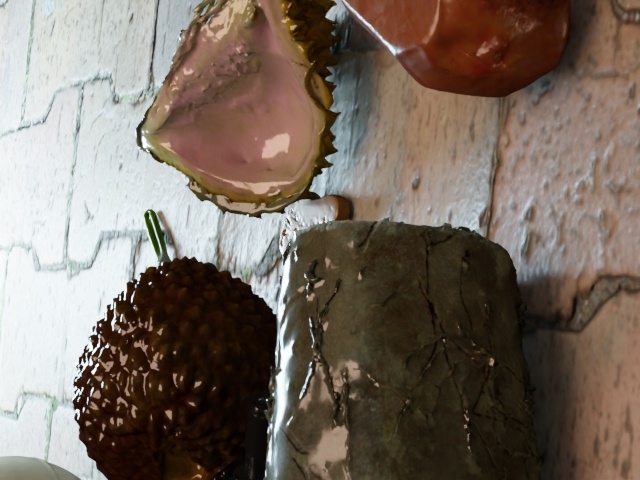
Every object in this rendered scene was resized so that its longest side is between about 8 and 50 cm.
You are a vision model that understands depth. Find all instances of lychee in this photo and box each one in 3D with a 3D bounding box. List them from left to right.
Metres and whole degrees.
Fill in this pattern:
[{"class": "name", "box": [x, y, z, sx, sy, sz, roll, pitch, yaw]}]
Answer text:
[{"class": "lychee", "box": [-0.138, 0.152, 1.573, 0.267, 0.267, 0.268, -18, 69, 58]}]

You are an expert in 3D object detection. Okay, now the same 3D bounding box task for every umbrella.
[{"class": "umbrella", "box": [-0.065, 0.286, 1.461, 0.118, 0.118, 0.340, -120, 29, -46]}]

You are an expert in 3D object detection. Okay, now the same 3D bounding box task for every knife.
[{"class": "knife", "box": [-0.210, 0.020, 1.937, 0.022, 0.026, 0.184, -30, 45, 7]}]

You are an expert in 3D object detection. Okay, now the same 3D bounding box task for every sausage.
[{"class": "sausage", "box": [0.112, -0.225, 1.294, 0.268, 0.141, 0.153, 49, 126, 49]}]

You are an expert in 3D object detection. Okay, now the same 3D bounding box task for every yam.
[{"class": "yam", "box": [0.064, 0.166, 1.225, 0.241, 0.241, 0.348, -27, 58, 56]}]

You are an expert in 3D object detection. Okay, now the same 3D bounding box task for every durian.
[{"class": "durian", "box": [-0.061, -0.132, 1.568, 0.305, 0.185, 0.196, -48, 66, 30]}]

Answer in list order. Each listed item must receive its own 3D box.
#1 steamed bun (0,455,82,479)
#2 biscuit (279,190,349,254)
[{"class": "steamed bun", "box": [-0.416, 0.473, 1.925, 0.334, 0.334, 0.374, -1, 79, 60]}, {"class": "biscuit", "box": [0.001, 0.000, 1.565, 0.118, 0.023, 0.140, -60, 37, 33]}]
